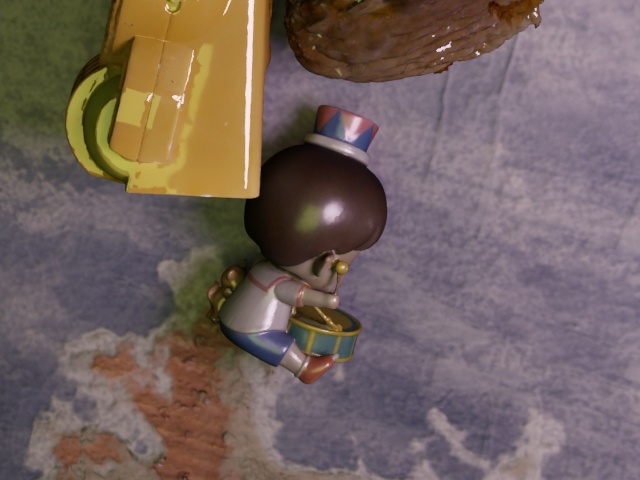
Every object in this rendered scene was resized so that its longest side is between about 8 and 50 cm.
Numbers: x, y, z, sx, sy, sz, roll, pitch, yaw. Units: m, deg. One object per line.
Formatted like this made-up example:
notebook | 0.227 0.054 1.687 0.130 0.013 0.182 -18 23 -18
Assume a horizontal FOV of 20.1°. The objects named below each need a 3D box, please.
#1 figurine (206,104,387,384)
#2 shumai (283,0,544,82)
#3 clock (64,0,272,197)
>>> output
figurine | -0.008 -0.001 1.851 0.158 0.161 0.275 4 113 -35
shumai | 0.086 -0.326 1.763 0.346 0.217 0.283 -34 69 5
clock | -0.135 -0.215 1.765 0.200 0.244 0.317 8 102 -10
